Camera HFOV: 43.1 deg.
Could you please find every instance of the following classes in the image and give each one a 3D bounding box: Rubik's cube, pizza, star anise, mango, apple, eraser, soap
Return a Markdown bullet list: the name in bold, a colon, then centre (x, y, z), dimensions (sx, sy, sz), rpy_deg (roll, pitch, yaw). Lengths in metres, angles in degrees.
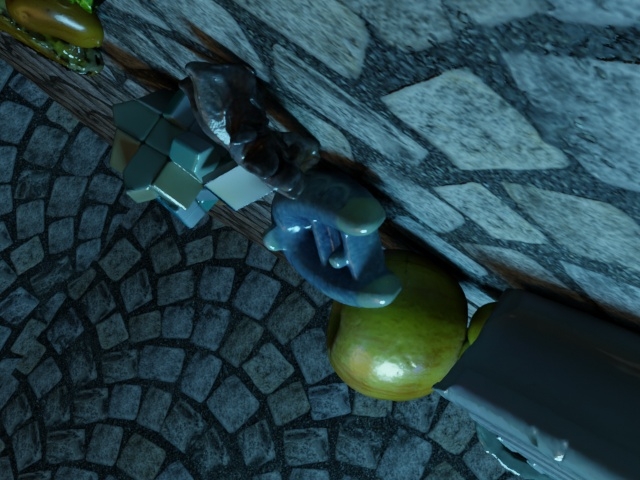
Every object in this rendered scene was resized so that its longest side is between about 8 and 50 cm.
- **Rubik's cube**: centre (-0.261, -0.150, 1.485), dimensions (0.265, 0.224, 0.213), rpy_deg (38, 171, 13)
- **pizza**: centre (-0.667, -0.489, 1.644), dimensions (0.435, 0.080, 0.392), rpy_deg (40, 171, -32)
- **star anise**: centre (-0.093, -0.157, 1.123), dimensions (0.257, 0.110, 0.198), rpy_deg (44, -174, -21)
- **mango**: centre (-0.412, -0.365, 1.278), dimensions (0.159, 0.084, 0.105), rpy_deg (15, 169, -33)
- **apple**: centre (0.138, 0.147, 1.450), dimensions (0.233, 0.285, 0.286), rpy_deg (11, 175, -5)
- **eraser**: centre (-0.117, -0.112, 1.410), dimensions (0.104, 0.150, 0.023), rpy_deg (42, -153, -50)
- **apple**: centre (0.307, 0.156, 1.371), dimensions (0.114, 0.099, 0.102), rpy_deg (5, 127, 17)
- **soap**: centre (0.425, 0.265, 1.123), dimensions (0.350, 0.213, 0.435), rpy_deg (41, 171, -32)

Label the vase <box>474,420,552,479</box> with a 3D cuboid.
- **vase**: centre (0.429, 0.332, 1.646), dimensions (0.245, 0.245, 0.291), rpy_deg (33, -178, 8)

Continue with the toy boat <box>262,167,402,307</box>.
- **toy boat**: centre (0.000, 0.000, 1.293), dimensions (0.330, 0.123, 0.215), rpy_deg (34, 144, 58)

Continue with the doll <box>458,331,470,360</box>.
- **doll**: centre (0.335, 0.252, 2.000), dimensions (0.209, 0.097, 0.137), rpy_deg (37, -179, 26)

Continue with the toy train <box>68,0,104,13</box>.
- **toy train**: centre (-0.384, -0.383, 1.131), dimensions (0.250, 0.053, 0.085), rpy_deg (30, 164, 34)

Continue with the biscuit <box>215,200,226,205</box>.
- **biscuit**: centre (-0.241, -0.155, 1.714), dimensions (0.284, 0.043, 0.306), rpy_deg (31, -163, -23)
